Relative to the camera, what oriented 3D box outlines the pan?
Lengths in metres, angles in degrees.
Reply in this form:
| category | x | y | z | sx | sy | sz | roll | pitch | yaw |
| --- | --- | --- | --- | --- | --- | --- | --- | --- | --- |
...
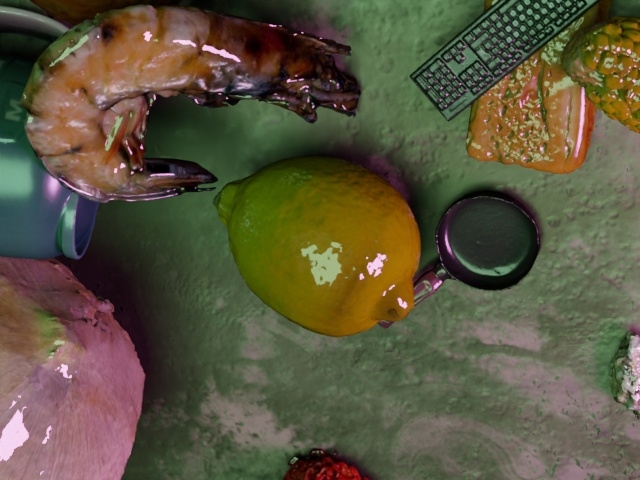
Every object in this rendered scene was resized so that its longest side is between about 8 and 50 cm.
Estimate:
| category | x | y | z | sx | sy | sz | roll | pitch | yaw |
| --- | --- | --- | --- | --- | --- | --- | --- | --- | --- |
| pan | 0.146 | 0.029 | 1.328 | 0.212 | 0.040 | 0.115 | -39 | 98 | 20 |

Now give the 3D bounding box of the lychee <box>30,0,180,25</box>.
| category | x | y | z | sx | sy | sz | roll | pitch | yaw |
| --- | --- | --- | --- | --- | --- | --- | --- | --- | --- |
| lychee | -0.208 | -0.329 | 1.167 | 0.300 | 0.255 | 0.255 | 14 | 120 | 44 |

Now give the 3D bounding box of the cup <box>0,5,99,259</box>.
| category | x | y | z | sx | sy | sz | roll | pitch | yaw |
| --- | --- | --- | --- | --- | --- | --- | --- | --- | --- |
| cup | -0.359 | -0.123 | 1.302 | 0.257 | 0.290 | 0.219 | 10 | 154 | 0 |

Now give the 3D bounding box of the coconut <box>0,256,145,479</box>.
| category | x | y | z | sx | sy | sz | roll | pitch | yaw |
| --- | --- | --- | --- | --- | --- | --- | --- | --- | --- |
| coconut | -0.385 | 0.180 | 1.375 | 0.404 | 0.404 | 0.405 | 7 | 115 | 15 |

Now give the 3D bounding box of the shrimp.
| category | x | y | z | sx | sy | sz | roll | pitch | yaw |
| --- | --- | --- | --- | --- | --- | --- | --- | --- | --- |
| shrimp | -0.125 | -0.129 | 1.217 | 0.071 | 0.365 | 0.233 | 56 | 130 | 39 |

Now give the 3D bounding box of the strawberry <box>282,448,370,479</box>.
| category | x | y | z | sx | sy | sz | roll | pitch | yaw |
| --- | --- | --- | --- | --- | --- | --- | --- | --- | --- |
| strawberry | 0.005 | 0.338 | 1.486 | 0.145 | 0.086 | 0.145 | 7 | 117 | 15 |

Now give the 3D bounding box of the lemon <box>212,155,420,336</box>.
| category | x | y | z | sx | sy | sz | roll | pitch | yaw |
| --- | --- | --- | --- | --- | --- | --- | --- | --- | --- |
| lemon | 0.000 | 0.000 | 1.287 | 0.248 | 0.184 | 0.184 | 32 | 119 | 13 |

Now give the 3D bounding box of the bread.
| category | x | y | z | sx | sy | sz | roll | pitch | yaw |
| --- | --- | --- | --- | --- | --- | --- | --- | --- | --- |
| bread | 0.221 | -0.201 | 1.183 | 0.139 | 0.077 | 0.271 | 8 | 115 | 14 |

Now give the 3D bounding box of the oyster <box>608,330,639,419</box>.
| category | x | y | z | sx | sy | sz | roll | pitch | yaw |
| --- | --- | --- | --- | --- | --- | --- | --- | --- | --- |
| oyster | 0.362 | 0.159 | 1.320 | 0.100 | 0.037 | 0.098 | 26 | 119 | 5 |

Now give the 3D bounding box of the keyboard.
| category | x | y | z | sx | sy | sz | roll | pitch | yaw |
| --- | --- | --- | --- | --- | --- | --- | --- | --- | --- |
| keyboard | 0.177 | -0.194 | 1.150 | 0.198 | 0.010 | 0.063 | -39 | 100 | 27 |

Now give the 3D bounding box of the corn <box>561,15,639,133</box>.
| category | x | y | z | sx | sy | sz | roll | pitch | yaw |
| --- | --- | --- | --- | --- | --- | --- | --- | --- | --- |
| corn | 0.378 | -0.124 | 1.123 | 0.322 | 0.119 | 0.119 | 23 | 119 | -11 |
